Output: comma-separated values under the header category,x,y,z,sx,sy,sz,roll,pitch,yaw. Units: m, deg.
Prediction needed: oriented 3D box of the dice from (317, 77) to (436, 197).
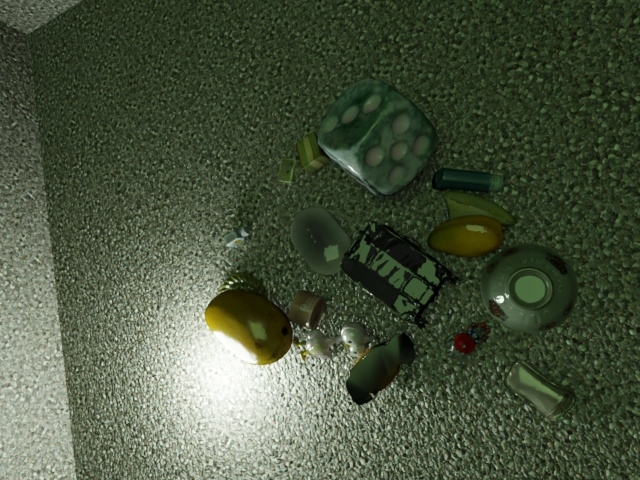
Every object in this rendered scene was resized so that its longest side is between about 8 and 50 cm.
category,x,y,z,sx,sy,sz,roll,pitch,yaw
dice,0.210,-0.393,1.709,0.348,0.330,0.328,-52,39,9

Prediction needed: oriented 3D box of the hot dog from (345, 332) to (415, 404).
category,x,y,z,sx,sy,sz,roll,pitch,yaw
hot dog,0.252,0.519,1.793,0.326,0.107,0.194,-31,84,8

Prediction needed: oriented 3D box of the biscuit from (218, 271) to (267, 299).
category,x,y,z,sx,sy,sz,roll,pitch,yaw
biscuit,-0.386,0.245,2.112,0.274,0.036,0.187,-14,80,21

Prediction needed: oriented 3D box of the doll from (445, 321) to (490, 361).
category,x,y,z,sx,sy,sz,roll,pitch,yaw
doll,0.565,0.391,1.696,0.195,0.062,0.104,-41,89,6

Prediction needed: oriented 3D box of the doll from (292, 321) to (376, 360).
category,x,y,z,sx,sy,sz,roll,pitch,yaw
doll,0.064,0.431,1.868,0.366,0.094,0.160,-12,113,26

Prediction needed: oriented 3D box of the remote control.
category,x,y,z,sx,sy,sz,roll,pitch,yaw
remote control,0.000,0.000,1.937,0.221,0.103,0.332,-41,72,8

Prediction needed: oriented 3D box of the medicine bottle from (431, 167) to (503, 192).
category,x,y,z,sx,sy,sz,roll,pitch,yaw
medicine bottle,0.575,-0.235,1.728,0.259,0.124,0.079,7,84,11

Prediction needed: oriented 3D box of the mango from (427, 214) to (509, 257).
category,x,y,z,sx,sy,sz,roll,pitch,yaw
mango,0.560,-0.013,1.686,0.317,0.119,0.176,-5,127,32

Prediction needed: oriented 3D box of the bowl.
category,x,y,z,sx,sy,sz,roll,pitch,yaw
bowl,0.753,0.172,1.585,0.338,0.157,0.336,-2,85,21

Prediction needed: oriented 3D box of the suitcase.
category,x,y,z,sx,sy,sz,roll,pitch,yaw
suitcase,0.303,0.119,1.752,0.434,0.194,0.283,36,99,21

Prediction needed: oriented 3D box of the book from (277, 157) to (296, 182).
category,x,y,z,sx,sy,sz,roll,pitch,yaw
book,-0.160,-0.333,2.080,0.077,0.014,0.110,10,90,23

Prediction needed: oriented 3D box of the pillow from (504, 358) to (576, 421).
category,x,y,z,sx,sy,sz,roll,pitch,yaw
pillow,0.793,0.546,1.598,0.233,0.038,0.130,36,102,22

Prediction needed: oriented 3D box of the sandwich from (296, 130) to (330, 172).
category,x,y,z,sx,sy,sz,roll,pitch,yaw
sandwich,-0.053,-0.412,1.975,0.117,0.144,0.187,-31,75,15

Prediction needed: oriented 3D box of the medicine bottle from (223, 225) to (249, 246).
category,x,y,z,sx,sy,sz,roll,pitch,yaw
medicine bottle,-0.403,-0.021,2.122,0.118,0.074,0.055,-34,73,15

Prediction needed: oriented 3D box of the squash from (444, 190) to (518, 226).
category,x,y,z,sx,sy,sz,roll,pitch,yaw
squash,0.620,-0.136,1.690,0.252,0.169,0.093,-5,40,23

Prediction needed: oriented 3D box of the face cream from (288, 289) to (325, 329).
category,x,y,z,sx,sy,sz,roll,pitch,yaw
face cream,-0.058,0.301,1.911,0.104,0.149,0.149,18,92,22

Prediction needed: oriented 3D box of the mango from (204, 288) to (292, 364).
category,x,y,z,sx,sy,sz,roll,pitch,yaw
mango,-0.329,0.381,1.969,0.446,0.232,0.299,21,110,24
